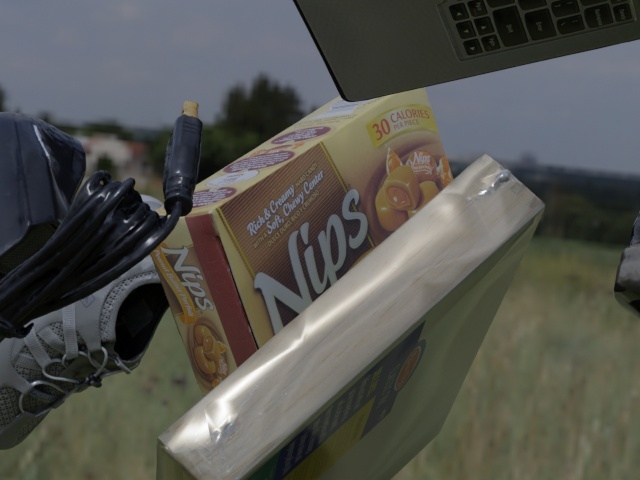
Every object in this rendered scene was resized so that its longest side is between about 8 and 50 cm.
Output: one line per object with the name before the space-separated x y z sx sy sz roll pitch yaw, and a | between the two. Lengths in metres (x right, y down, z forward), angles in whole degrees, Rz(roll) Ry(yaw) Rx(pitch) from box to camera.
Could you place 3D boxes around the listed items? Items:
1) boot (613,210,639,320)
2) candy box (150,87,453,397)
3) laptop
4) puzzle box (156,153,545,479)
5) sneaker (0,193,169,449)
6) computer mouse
boot | 0.319 -0.067 0.732 0.377 0.284 0.138 7 -7 7
candy box | 0.000 0.000 1.562 0.087 0.183 0.316 -6 20 41
laptop | 0.163 -0.157 1.227 0.408 0.236 0.382 -12 -33 13
puzzle box | 0.004 0.128 1.204 0.052 0.272 0.409 44 -23 14
sneaker | -0.219 0.092 1.636 0.115 0.281 0.105 48 17 32
computer mouse | -0.135 -0.028 0.846 0.184 0.060 0.262 -33 20 14
